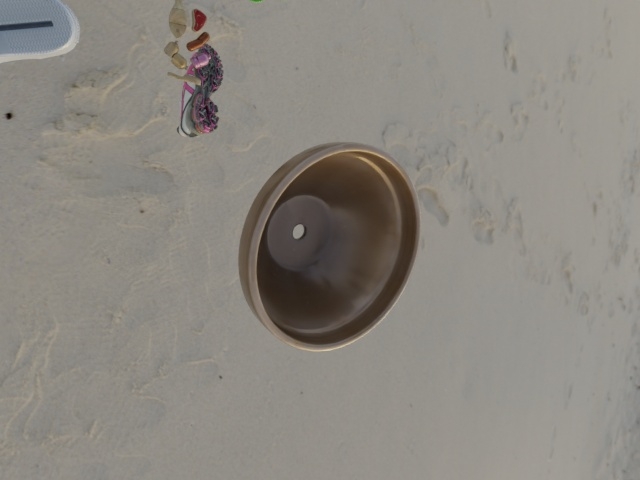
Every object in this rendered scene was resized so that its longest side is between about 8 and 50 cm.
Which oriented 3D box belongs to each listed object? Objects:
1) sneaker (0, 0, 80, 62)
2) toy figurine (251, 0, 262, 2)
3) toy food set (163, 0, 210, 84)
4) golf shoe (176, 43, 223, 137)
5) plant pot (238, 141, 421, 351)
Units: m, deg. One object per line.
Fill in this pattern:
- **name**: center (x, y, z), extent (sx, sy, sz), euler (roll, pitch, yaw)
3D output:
- **sneaker**: center (-0.419, -0.238, 0.464), extent (0.258, 0.091, 0.094), euler (-10, 115, -21)
- **toy figurine**: center (-0.133, -0.679, 1.039), extent (0.173, 0.159, 0.130), euler (-33, 122, 3)
- **toy food set**: center (-0.220, -0.331, 0.676), extent (0.078, 0.019, 0.122), euler (5, 110, -34)
- **golf shoe**: center (-0.237, -0.286, 0.763), extent (0.067, 0.086, 0.185), euler (25, 64, -56)
- **plant pot**: center (0.000, 0.000, 0.480), extent (0.238, 0.110, 0.237), euler (-13, 113, -34)
